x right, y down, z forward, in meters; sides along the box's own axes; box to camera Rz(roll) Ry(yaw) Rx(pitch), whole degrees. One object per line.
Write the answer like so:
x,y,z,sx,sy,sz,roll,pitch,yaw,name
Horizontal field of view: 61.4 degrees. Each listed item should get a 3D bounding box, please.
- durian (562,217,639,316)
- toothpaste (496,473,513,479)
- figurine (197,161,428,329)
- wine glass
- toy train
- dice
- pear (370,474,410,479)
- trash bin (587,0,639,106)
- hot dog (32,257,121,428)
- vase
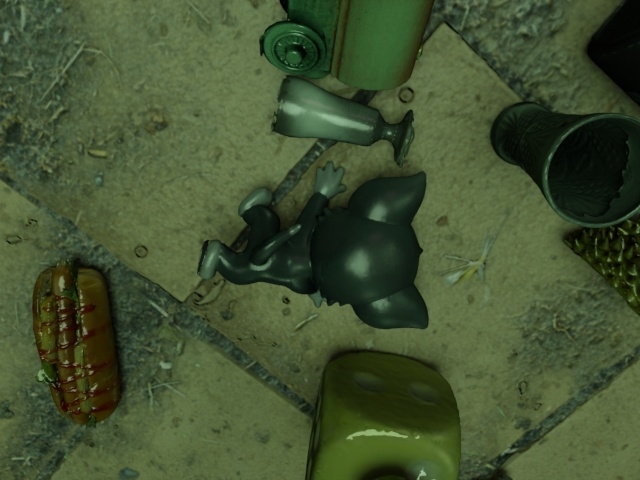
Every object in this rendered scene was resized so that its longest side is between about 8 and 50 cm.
0.392,0.029,0.629,0.187,0.119,0.108,38,111,-8,durian
0.228,0.454,0.826,0.078,0.047,0.248,22,111,-3,toothpaste
-0.002,0.000,0.632,0.265,0.140,0.193,5,92,-23,figurine
0.027,-0.135,0.615,0.155,0.072,0.072,15,109,-2,wine glass
0.038,-0.257,0.495,0.177,0.116,0.285,11,149,0,toy train
0.075,0.256,0.697,0.169,0.169,0.166,10,109,-1,dice
0.082,0.297,0.574,0.092,0.097,0.092,1,77,-3,pear
0.429,-0.151,0.522,0.290,0.209,0.182,38,108,-4,trash bin
-0.334,0.141,0.729,0.104,0.076,0.250,4,111,2,hot dog
0.235,-0.092,0.541,0.096,0.219,0.096,1,110,2,vase
